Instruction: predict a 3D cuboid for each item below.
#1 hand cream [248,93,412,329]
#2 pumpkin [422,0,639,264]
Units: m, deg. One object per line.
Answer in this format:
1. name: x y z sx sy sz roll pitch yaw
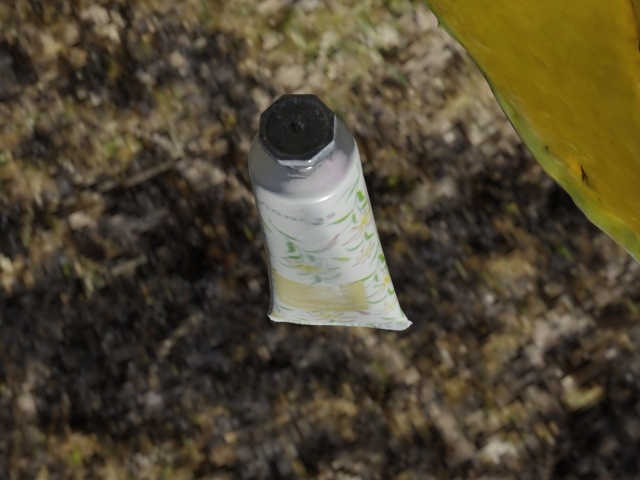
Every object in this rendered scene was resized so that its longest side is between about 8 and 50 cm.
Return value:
1. hand cream: 0.000 0.000 0.791 0.067 0.042 0.194 -1 154 6
2. pumpkin: 0.127 -0.112 0.431 0.199 0.332 0.332 -37 139 -21
